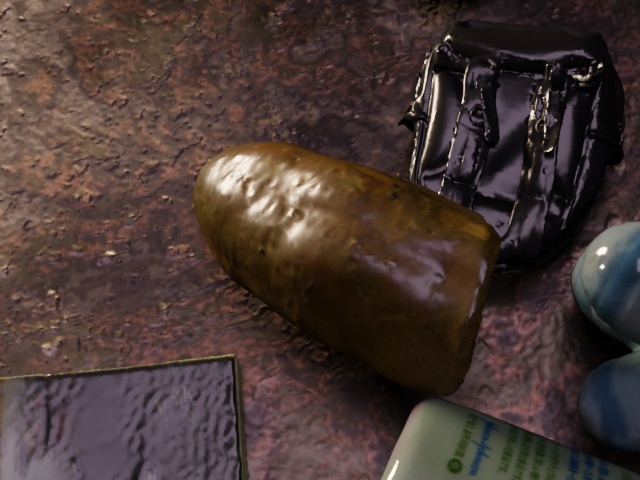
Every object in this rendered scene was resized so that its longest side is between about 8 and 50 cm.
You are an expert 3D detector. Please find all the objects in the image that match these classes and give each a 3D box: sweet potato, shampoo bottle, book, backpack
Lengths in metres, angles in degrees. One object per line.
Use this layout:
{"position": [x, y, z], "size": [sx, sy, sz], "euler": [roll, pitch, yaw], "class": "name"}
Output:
{"position": [0.000, 0.000, 1.019], "size": [0.369, 0.158, 0.158], "euler": [24, 65, 33], "class": "sweet potato"}
{"position": [0.205, 0.248, 0.878], "size": [0.349, 0.151, 0.222], "euler": [20, 21, 9], "class": "shampoo bottle"}
{"position": [-0.244, 0.235, 0.999], "size": [0.373, 0.028, 0.263], "euler": [-5, 63, 0], "class": "book"}
{"position": [0.169, -0.087, 1.097], "size": [0.206, 0.133, 0.258], "euler": [10, 70, 12], "class": "backpack"}

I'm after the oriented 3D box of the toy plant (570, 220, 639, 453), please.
{"position": [0.323, 0.077, 0.923], "size": [0.247, 0.247, 0.332], "euler": [-37, 35, -15], "class": "toy plant"}
